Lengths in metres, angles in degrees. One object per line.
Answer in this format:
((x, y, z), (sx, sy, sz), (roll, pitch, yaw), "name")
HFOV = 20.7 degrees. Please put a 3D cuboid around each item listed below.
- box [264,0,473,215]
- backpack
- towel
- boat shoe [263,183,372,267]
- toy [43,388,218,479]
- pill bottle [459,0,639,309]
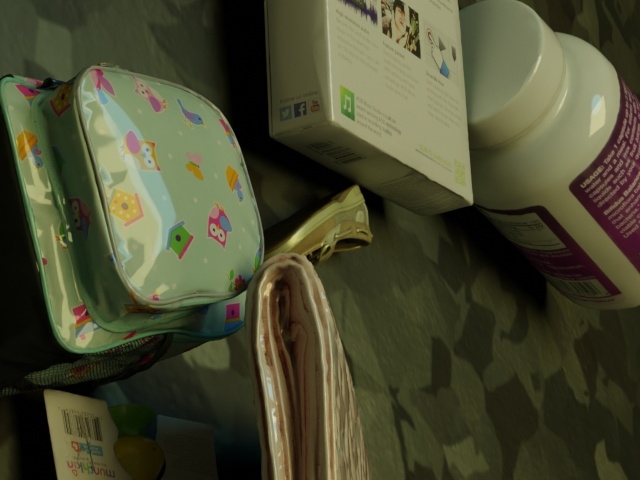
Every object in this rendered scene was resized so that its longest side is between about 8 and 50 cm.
((0.034, -0.200, 1.326), (0.232, 0.058, 0.322), (26, 58, -57), "box")
((-0.114, -0.009, 0.959), (0.188, 0.144, 0.166), (5, 65, -63), "backpack")
((0.001, 0.213, 0.998), (0.332, 0.053, 0.317), (79, 8, -65), "towel")
((-0.001, 0.001, 1.239), (0.048, 0.056, 0.153), (65, 22, -5), "boat shoe")
((-0.099, 0.206, 0.954), (0.137, 0.056, 0.237), (21, 52, -49), "toy")
((0.205, -0.075, 1.519), (0.301, 0.169, 0.169), (42, 41, -44), "pill bottle")
